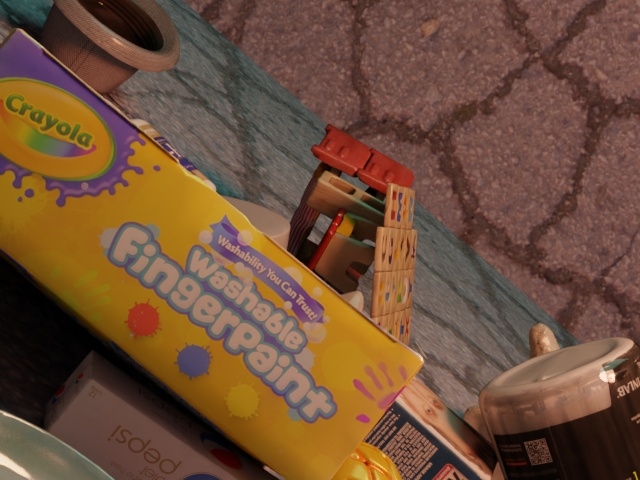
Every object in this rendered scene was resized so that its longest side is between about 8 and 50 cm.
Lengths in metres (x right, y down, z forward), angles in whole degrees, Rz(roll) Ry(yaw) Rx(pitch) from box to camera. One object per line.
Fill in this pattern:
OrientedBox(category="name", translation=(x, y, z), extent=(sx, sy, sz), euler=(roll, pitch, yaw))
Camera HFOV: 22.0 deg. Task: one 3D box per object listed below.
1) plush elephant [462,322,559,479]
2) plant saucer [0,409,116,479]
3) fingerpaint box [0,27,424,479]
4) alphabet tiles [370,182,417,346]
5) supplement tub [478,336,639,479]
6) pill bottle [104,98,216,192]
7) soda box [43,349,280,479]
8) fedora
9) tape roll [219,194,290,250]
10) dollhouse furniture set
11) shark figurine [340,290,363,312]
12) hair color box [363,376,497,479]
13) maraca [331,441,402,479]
OrientedBox(category="plush elephant", translation=(0.329, 0.242, 2.273), extent=(0.330, 0.271, 0.255), euler=(-87, 158, -47))
OrientedBox(category="plant saucer", translation=(-0.192, 0.233, 1.169), extent=(0.317, 0.044, 0.317), euler=(38, 11, -9))
OrientedBox(category="fingerpaint box", translation=(-0.152, 0.032, 1.536), extent=(0.445, 0.163, 0.371), euler=(39, -7, -5))
OrientedBox(category="alphabet tiles", translation=(0.100, 0.069, 2.232), extent=(0.011, 0.285, 0.342), euler=(5, 1, 11))
OrientedBox(category="supplement tub", translation=(0.333, 0.302, 1.956), extent=(0.207, 0.207, 0.338), euler=(-36, 107, -79))
OrientedBox(category="pill bottle", translation=(-0.234, -0.088, 2.093), extent=(0.186, 0.112, 0.112), euler=(43, 11, 11))
OrientedBox(category="soda box", translation=(-0.134, 0.192, 1.433), extent=(0.216, 0.074, 0.069), euler=(37, 11, -17))
OrientedBox(category="fedora", translation=(-0.347, -0.319, 2.571), extent=(0.243, 0.124, 0.275), euler=(35, 21, -17))
OrientedBox(category="tape roll", translation=(-0.147, 0.001, 1.880), extent=(0.219, 0.072, 0.219), euler=(9, 15, -2))
OrientedBox(category="dollhouse furniture set", translation=(0.000, 0.000, 2.309), extent=(0.152, 0.201, 0.374), euler=(29, 22, 1))
OrientedBox(category="shark figurine", translation=(0.012, 0.198, 1.791), extent=(0.116, 0.166, 0.278), euler=(100, -28, -73))
OrientedBox(category="hair color box", translation=(0.048, 0.190, 1.966), extent=(0.347, 0.105, 0.174), euler=(42, 12, 4))
OrientedBox(category="maraca", translation=(0.024, 0.260, 1.631), extent=(0.185, 0.099, 0.127), euler=(-14, 79, -66))
